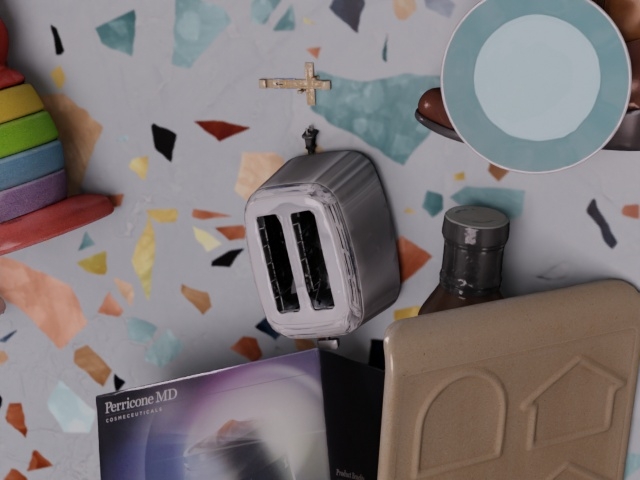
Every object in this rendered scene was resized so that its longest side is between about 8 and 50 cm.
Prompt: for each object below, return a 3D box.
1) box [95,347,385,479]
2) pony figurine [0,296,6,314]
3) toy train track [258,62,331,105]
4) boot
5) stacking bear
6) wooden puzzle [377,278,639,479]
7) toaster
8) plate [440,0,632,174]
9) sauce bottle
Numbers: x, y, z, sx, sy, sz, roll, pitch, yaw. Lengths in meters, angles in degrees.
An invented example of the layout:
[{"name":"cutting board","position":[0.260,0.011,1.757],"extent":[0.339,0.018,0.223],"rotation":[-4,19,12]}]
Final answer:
[{"name":"box","position":[-0.079,0.296,1.924],"extent":[0.296,0.183,0.294],"rotation":[-14,70,25]},{"name":"pony figurine","position":[-0.555,0.035,1.983],"extent":[0.363,0.351,0.302],"rotation":[-22,101,21]},{"name":"toy train track","position":[-0.030,-0.170,1.901],"extent":[0.083,0.014,0.048],"rotation":[3,109,21]},{"name":"boot","position":[0.223,-0.233,1.734],"extent":[0.264,0.096,0.280],"rotation":[5,109,20]},{"name":"stacking bear","position":[-0.379,-0.134,1.980],"extent":[0.175,0.164,0.289],"rotation":[-15,97,25]},{"name":"wooden puzzle","position":[0.185,0.223,1.827],"extent":[0.080,0.322,0.347],"rotation":[27,121,55]},{"name":"toaster","position":[0.000,0.000,1.874],"extent":[0.129,0.146,0.227],"rotation":[-5,106,22]},{"name":"plate","position":[0.212,-0.159,1.711],"extent":[0.188,0.024,0.188],"rotation":[2,101,13]},{"name":"sauce bottle","position":[0.152,0.134,1.880],"extent":[0.111,0.111,0.344],"rotation":[11,114,18]}]
